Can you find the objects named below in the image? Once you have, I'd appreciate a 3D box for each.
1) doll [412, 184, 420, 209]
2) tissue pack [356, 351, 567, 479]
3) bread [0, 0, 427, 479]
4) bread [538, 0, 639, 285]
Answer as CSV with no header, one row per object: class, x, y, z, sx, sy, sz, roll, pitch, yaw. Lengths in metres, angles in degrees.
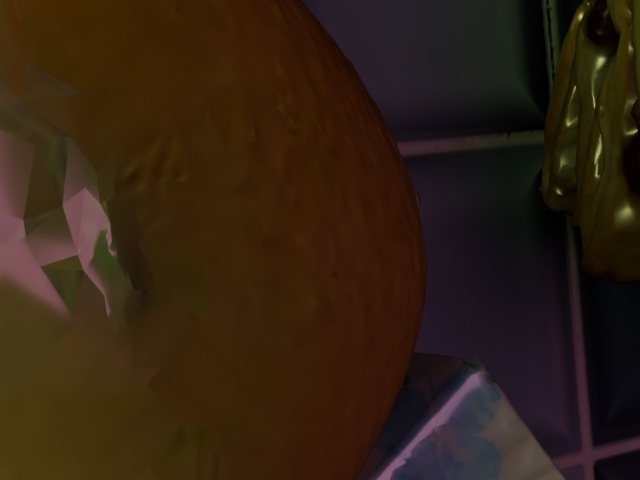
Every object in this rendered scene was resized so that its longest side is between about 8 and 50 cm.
doll,0.000,0.000,0.695,0.083,0.076,0.050,-44,148,-34
tissue pack,-0.017,0.164,0.600,0.229,0.159,0.145,-46,109,-20
bread,-0.154,-0.025,0.478,0.348,0.253,0.376,-45,112,-22
bread,0.223,-0.103,0.784,0.277,0.167,0.324,13,74,-33
